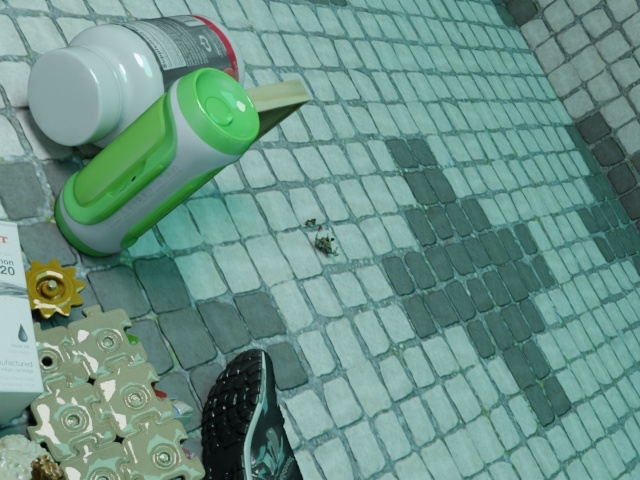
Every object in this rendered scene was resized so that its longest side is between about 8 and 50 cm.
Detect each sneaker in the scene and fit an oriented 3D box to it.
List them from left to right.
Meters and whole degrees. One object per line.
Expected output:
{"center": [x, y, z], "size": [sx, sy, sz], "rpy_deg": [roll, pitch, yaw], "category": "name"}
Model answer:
{"center": [-0.082, 0.286, 1.372], "size": [0.124, 0.107, 0.283], "rpy_deg": [32, 49, -38], "category": "sneaker"}

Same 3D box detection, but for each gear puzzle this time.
{"center": [-0.284, 0.170, 1.246], "size": [0.175, 0.044, 0.339], "rpy_deg": [-17, 67, -34], "category": "gear puzzle"}

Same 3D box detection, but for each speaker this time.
{"center": [-0.214, -0.094, 1.343], "size": [0.131, 0.296, 0.131], "rpy_deg": [32, 39, -31], "category": "speaker"}

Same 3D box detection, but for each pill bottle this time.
{"center": [-0.263, -0.228, 1.510], "size": [0.176, 0.176, 0.318], "rpy_deg": [58, 33, 3], "category": "pill bottle"}

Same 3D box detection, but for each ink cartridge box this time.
{"center": [-0.403, 0.081, 1.136], "size": [0.158, 0.092, 0.218], "rpy_deg": [10, 52, -45], "category": "ink cartridge box"}

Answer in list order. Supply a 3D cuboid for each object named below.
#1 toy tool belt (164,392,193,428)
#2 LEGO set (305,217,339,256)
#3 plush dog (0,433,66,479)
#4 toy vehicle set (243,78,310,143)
{"center": [-0.204, 0.218, 1.320], "size": [0.051, 0.052, 0.083], "rpy_deg": [35, 19, 29], "category": "toy tool belt"}
{"center": [0.001, -0.001, 1.795], "size": [0.054, 0.023, 0.083], "rpy_deg": [14, 38, -48], "category": "LEGO set"}
{"center": [-0.363, 0.258, 0.975], "size": [0.225, 0.210, 0.262], "rpy_deg": [9, 48, -15], "category": "plush dog"}
{"center": [-0.155, -0.135, 1.484], "size": [0.035, 0.267, 0.166], "rpy_deg": [59, 32, 4], "category": "toy vehicle set"}
